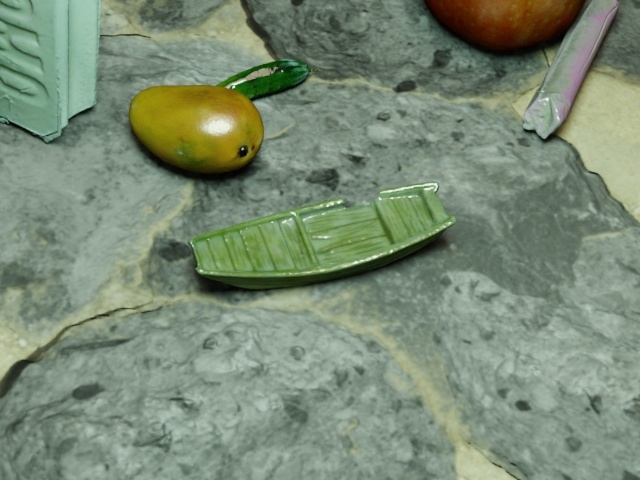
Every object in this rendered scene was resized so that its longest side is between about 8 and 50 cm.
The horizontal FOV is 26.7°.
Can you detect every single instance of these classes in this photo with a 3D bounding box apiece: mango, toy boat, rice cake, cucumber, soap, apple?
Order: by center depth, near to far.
[{"bbox_3d":[0.000,0.000,1.476,0.293,0.055,0.093,-12,56,-15],"label":"toy boat"},{"bbox_3d":[-0.328,-0.246,1.513,0.150,0.261,0.094,30,47,18],"label":"soap"},{"bbox_3d":[-0.145,-0.129,1.545,0.163,0.089,0.111,3,40,9],"label":"mango"},{"bbox_3d":[-0.077,-0.191,1.627,0.168,0.039,0.039,-22,58,-18],"label":"cucumber"},{"bbox_3d":[0.234,-0.354,1.669,0.230,0.230,0.230,2,53,-3],"label":"apple"},{"bbox_3d":[0.315,-0.226,1.678,0.049,0.055,0.270,25,52,8],"label":"rice cake"}]
